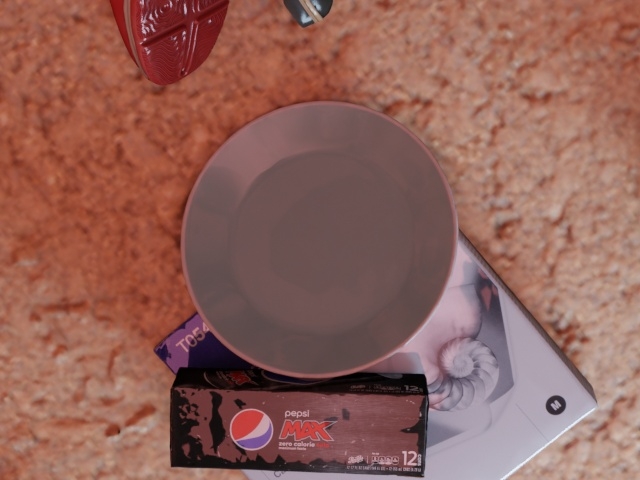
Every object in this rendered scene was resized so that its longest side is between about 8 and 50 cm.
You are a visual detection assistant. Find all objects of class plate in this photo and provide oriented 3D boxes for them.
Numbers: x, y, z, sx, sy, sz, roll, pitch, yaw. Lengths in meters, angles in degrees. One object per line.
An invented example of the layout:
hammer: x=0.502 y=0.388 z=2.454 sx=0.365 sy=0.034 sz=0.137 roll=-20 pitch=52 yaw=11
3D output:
plate: x=0.000 y=0.000 z=1.312 sx=0.188 sy=0.024 sz=0.188 roll=-2 pitch=78 yaw=12

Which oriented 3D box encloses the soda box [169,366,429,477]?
soda box: x=-0.014 y=0.119 z=1.303 sx=0.169 sy=0.053 sz=0.060 roll=2 pitch=101 yaw=1

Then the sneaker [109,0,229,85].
sneaker: x=-0.130 y=-0.216 z=1.275 sx=0.087 sy=0.128 sz=0.221 roll=-28 pitch=133 yaw=-33

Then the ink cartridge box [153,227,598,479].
ink cartridge box: x=0.037 y=0.094 z=1.348 sx=0.223 sy=0.045 sz=0.224 roll=-40 pitch=99 yaw=8

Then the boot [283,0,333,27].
boot: x=0.002 y=-0.249 z=1.263 sx=0.137 sy=0.077 sz=0.198 roll=-24 pitch=102 yaw=0
